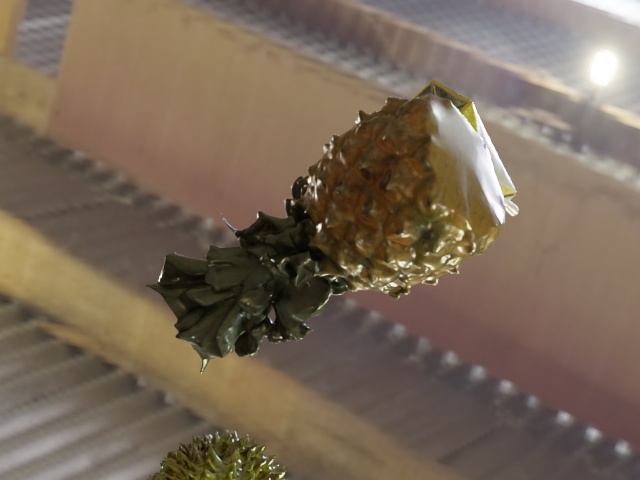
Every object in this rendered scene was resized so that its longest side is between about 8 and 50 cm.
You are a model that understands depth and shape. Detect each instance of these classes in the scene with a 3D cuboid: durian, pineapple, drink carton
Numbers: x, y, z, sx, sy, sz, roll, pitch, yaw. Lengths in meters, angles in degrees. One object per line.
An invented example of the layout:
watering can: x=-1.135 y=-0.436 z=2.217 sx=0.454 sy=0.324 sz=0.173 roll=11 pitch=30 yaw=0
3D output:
durian: x=-0.116 y=0.318 z=1.815 sx=0.200 sy=0.176 sz=0.237 roll=68 pitch=-164 yaw=16
pineapple: x=0.000 y=0.000 z=1.090 sx=0.128 sy=0.248 sz=0.128 roll=43 pitch=-149 yaw=-34
drink carton: x=0.148 y=-0.070 z=1.647 sx=0.084 sy=0.074 sz=0.200 roll=33 pitch=162 yaw=44
